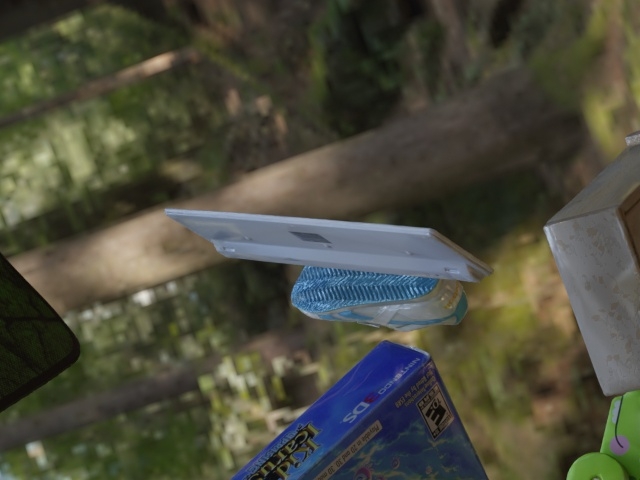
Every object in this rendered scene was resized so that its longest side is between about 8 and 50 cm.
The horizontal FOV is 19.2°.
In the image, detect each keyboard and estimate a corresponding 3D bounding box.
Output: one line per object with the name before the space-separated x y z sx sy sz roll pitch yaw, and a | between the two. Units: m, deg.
keyboard | 0.000 0.000 1.300 0.072 0.256 0.014 39 -114 -41

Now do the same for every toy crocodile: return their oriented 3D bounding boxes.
toy crocodile | 0.304 0.323 1.972 0.115 0.105 0.340 45 -121 -61

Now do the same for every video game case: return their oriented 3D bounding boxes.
video game case | 0.018 0.248 1.321 0.269 0.061 0.244 -41 -58 -25

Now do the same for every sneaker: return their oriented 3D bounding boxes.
sneaker | 0.064 0.068 2.207 0.092 0.229 0.087 44 -122 -41

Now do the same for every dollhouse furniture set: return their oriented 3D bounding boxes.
dollhouse furniture set | 0.424 -0.023 1.550 0.256 0.394 0.362 -38 -71 -58

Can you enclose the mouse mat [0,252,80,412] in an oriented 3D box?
mouse mat | -0.200 0.004 0.825 0.189 0.007 0.152 46 -152 4
